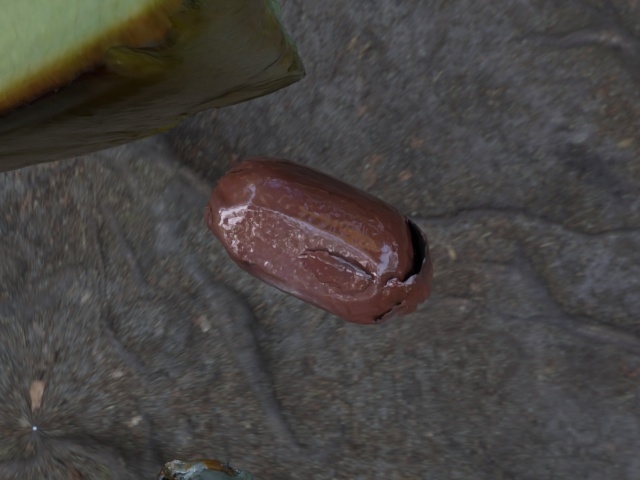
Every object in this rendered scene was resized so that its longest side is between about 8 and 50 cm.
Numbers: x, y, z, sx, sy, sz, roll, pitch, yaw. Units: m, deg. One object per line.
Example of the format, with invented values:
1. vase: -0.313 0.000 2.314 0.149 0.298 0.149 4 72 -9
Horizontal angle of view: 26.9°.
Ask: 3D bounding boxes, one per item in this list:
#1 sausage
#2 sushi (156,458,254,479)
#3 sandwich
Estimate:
1. sausage: 0.000 0.000 1.551 0.280 0.152 0.152 25 78 -8
2. sushi: -0.096 0.335 1.624 0.226 0.103 0.097 40 76 -16
3. sandwich: -0.071 -0.099 0.474 0.128 0.236 0.122 -17 96 -42
